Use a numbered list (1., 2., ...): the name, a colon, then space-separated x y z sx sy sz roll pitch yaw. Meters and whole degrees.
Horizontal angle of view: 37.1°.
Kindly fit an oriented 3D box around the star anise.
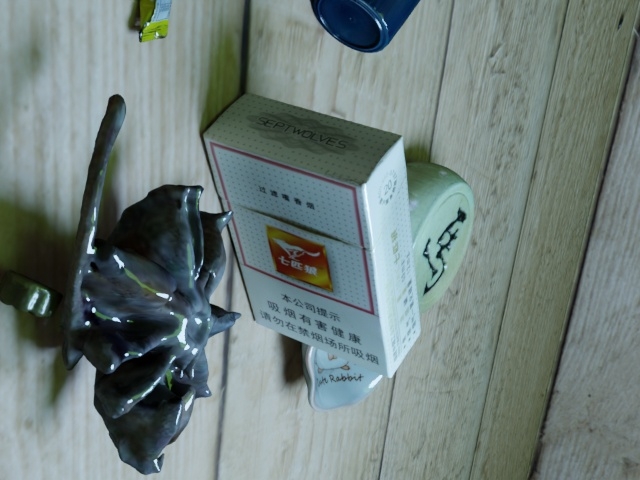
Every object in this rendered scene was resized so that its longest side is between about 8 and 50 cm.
1. star anise: -0.176 0.053 0.953 0.316 0.139 0.359 4 95 -77

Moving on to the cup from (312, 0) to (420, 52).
1. cup: 0.073 -0.302 1.169 0.138 0.113 0.150 -57 148 -20

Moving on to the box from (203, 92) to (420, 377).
1. box: 0.000 -0.001 1.129 0.095 0.210 0.330 -51 147 -34

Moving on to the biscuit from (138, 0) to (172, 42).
1. biscuit: -0.140 -0.324 0.862 0.048 0.026 0.291 -30 134 -56

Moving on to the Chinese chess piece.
1. Chinese chess piece: 0.152 -0.001 1.522 0.250 0.101 0.250 -40 141 -43

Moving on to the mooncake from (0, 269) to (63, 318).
1. mooncake: -0.325 0.043 0.718 0.347 0.150 0.057 5 95 -46

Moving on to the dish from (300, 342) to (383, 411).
1. dish: 0.033 0.139 1.409 0.229 0.081 0.229 -28 133 -36
